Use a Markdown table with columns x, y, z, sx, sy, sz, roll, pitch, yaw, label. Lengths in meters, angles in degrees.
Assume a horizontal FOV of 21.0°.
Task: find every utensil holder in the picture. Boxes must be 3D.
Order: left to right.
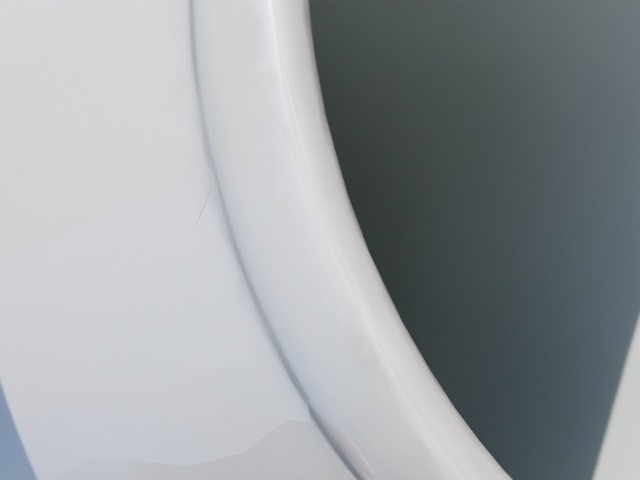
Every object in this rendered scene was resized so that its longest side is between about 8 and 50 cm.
| x | y | z | sx | sy | sz | roll | pitch | yaw | label |
| --- | --- | --- | --- | --- | --- | --- | --- | --- | --- |
| 0.000 | 0.000 | 0.630 | 0.385 | 0.327 | 0.327 | -20 | 31 | 50 | utensil holder |
